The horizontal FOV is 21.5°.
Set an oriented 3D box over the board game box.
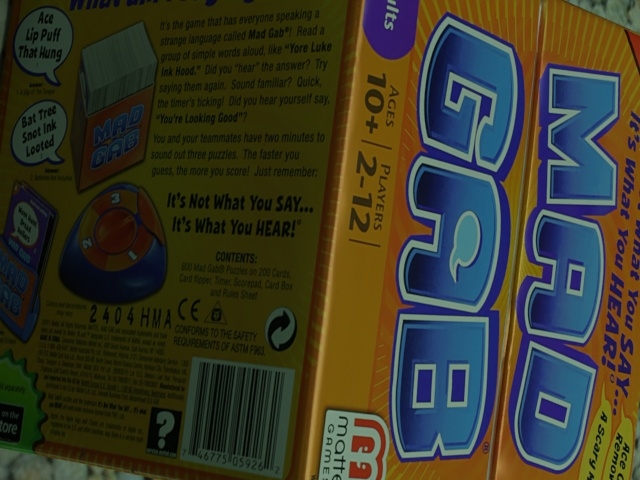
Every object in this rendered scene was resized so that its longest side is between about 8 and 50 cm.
[{"bbox_3d":[0.000,0.000,1.228,0.356,0.356,0.356,12,84,-46],"label":"board game box"}]
